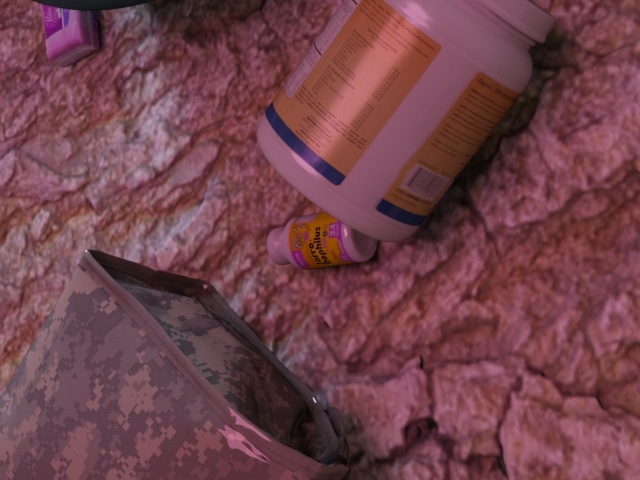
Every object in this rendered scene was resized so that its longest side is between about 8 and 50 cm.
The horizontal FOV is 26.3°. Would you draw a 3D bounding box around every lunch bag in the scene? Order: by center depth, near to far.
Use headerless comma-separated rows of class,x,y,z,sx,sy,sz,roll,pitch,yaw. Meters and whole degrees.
lunch bag,-0.116,0.183,1.042,0.287,0.169,0.235,43,105,39

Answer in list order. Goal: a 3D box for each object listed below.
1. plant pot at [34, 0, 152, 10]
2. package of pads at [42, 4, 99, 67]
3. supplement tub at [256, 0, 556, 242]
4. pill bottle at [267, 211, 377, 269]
plant pot,-0.188,-0.327,1.145,0.235,0.293,0.293,-18,69,44
package of pads,-0.239,-0.211,1.303,0.050,0.032,0.083,-21,68,29
supplement tub,0.062,-0.114,0.992,0.200,0.144,0.144,-53,55,14
pill bottle,0.000,0.000,1.075,0.083,0.043,0.043,-9,74,35
